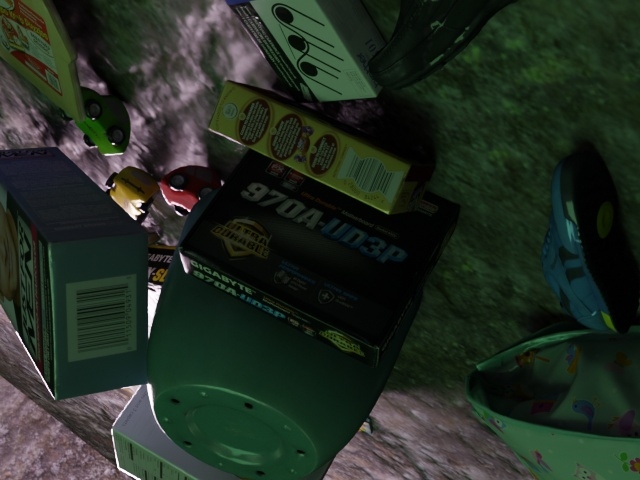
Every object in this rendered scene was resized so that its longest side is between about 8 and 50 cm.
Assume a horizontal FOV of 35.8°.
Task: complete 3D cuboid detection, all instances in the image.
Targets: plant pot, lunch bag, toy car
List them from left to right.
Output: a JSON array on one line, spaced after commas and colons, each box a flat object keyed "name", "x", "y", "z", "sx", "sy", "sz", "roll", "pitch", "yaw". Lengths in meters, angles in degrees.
[{"name": "toy car", "x": -0.221, "y": -0.105, "z": 1.176, "sx": 0.239, "sy": 0.053, "sz": 0.225, "roll": 2, "pitch": 139, "yaw": 45}, {"name": "plant pot", "x": -0.056, "y": 0.118, "z": 1.088, "sx": 0.292, "sy": 0.235, "sz": 0.293, "roll": 13, "pitch": 140, "yaw": 11}, {"name": "lunch bag", "x": 0.299, "y": 0.197, "z": 0.995, "sx": 0.262, "sy": 0.160, "sz": 0.223, "roll": -9, "pitch": 133, "yaw": 45}]

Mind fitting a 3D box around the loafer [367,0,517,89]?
[{"name": "loafer", "x": 0.091, "y": -0.180, "z": 0.691, "sx": 0.078, "sy": 0.076, "sz": 0.223, "roll": 42, "pitch": 148, "yaw": -6}]

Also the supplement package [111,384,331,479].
[{"name": "supplement package", "x": -0.116, "y": 0.270, "z": 1.353, "sx": 0.262, "sy": 0.199, "sz": 0.198, "roll": 29, "pitch": 152, "yaw": 7}]

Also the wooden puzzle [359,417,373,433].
[{"name": "wooden puzzle", "x": 0.059, "y": 0.286, "z": 1.570, "sx": 0.049, "sy": 0.006, "sz": 0.083, "roll": 21, "pitch": 151, "yaw": 23}]

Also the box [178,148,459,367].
[{"name": "box", "x": 0.000, "y": 0.000, "z": 0.971, "sx": 0.220, "sy": 0.175, "sz": 0.051, "roll": 26, "pitch": 153, "yaw": 15}]

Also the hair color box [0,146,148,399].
[{"name": "hair color box", "x": -0.321, "y": 0.022, "z": 1.201, "sx": 0.374, "sy": 0.113, "sz": 0.186, "roll": 34, "pitch": 126, "yaw": 55}]

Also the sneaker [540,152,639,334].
[{"name": "sneaker", "x": 0.218, "y": 0.005, "z": 0.862, "sx": 0.082, "sy": 0.069, "sz": 0.209, "roll": 16, "pitch": 149, "yaw": 38}]

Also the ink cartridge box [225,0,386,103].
[{"name": "ink cartridge box", "x": -0.029, "y": -0.204, "z": 0.808, "sx": 0.097, "sy": 0.046, "sz": 0.207, "roll": 2, "pitch": 140, "yaw": 44}]

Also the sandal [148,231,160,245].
[{"name": "sandal", "x": -0.301, "y": -0.006, "z": 1.428, "sx": 0.180, "sy": 0.072, "sz": 0.049, "roll": 6, "pitch": 122, "yaw": 49}]

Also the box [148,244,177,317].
[{"name": "box", "x": -0.109, "y": 0.140, "z": 1.435, "sx": 0.257, "sy": 0.079, "sz": 0.322, "roll": 4, "pitch": 141, "yaw": 46}]

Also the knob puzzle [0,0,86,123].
[{"name": "knob puzzle", "x": -0.310, "y": -0.244, "z": 1.050, "sx": 0.213, "sy": 0.030, "sz": 0.213, "roll": 38, "pitch": 149, "yaw": 28}]

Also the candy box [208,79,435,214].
[{"name": "candy box", "x": 0.003, "y": -0.085, "z": 0.905, "sx": 0.186, "sy": 0.053, "sz": 0.109, "roll": 25, "pitch": -170, "yaw": 15}]
